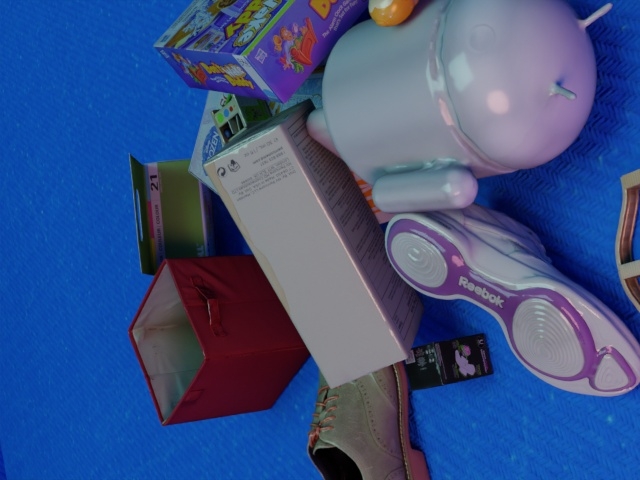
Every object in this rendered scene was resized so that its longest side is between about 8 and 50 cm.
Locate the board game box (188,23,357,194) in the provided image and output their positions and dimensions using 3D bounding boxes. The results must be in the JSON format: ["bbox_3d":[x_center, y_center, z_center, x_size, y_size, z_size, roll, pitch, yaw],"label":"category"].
[{"bbox_3d":[-0.031,-0.162,1.425,0.318,0.066,0.319,38,123,32],"label":"board game box"}]

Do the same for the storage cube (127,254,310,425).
[{"bbox_3d":[-0.152,0.148,1.568,0.215,0.193,0.184,-56,49,40],"label":"storage cube"}]

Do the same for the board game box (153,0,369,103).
[{"bbox_3d":[-0.020,-0.328,1.260,0.347,0.078,0.233,-51,35,-14],"label":"board game box"}]

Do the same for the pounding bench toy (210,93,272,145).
[{"bbox_3d":[-0.116,-0.181,1.417,0.065,0.052,0.083,-31,78,44],"label":"pounding bench toy"}]

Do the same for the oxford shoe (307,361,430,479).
[{"bbox_3d":[0.040,0.224,1.350,0.123,0.130,0.348,-43,58,48],"label":"oxford shoe"}]

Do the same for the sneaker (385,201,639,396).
[{"bbox_3d":[0.222,0.040,1.097,0.305,0.152,0.114,37,131,20],"label":"sneaker"}]

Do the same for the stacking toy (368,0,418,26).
[{"bbox_3d":[0.114,-0.350,1.068,0.175,0.165,0.302,3,64,53],"label":"stacking toy"}]

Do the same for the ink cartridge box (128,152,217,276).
[{"bbox_3d":[-0.229,-0.035,1.636,0.255,0.097,0.189,91,174,-87],"label":"ink cartridge box"}]

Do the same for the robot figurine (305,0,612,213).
[{"bbox_3d":[0.143,-0.163,1.101,0.353,0.199,0.300,-8,60,49],"label":"robot figurine"}]

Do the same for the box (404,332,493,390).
[{"bbox_3d":[0.151,0.145,1.225,0.062,0.083,0.052,-24,74,53],"label":"box"}]

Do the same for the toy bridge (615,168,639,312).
[{"bbox_3d":[0.325,0.026,1.020,0.063,0.026,0.188,-24,73,56],"label":"toy bridge"}]

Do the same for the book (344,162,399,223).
[{"bbox_3d":[0.063,-0.067,1.304,0.144,0.035,0.096,-19,104,25],"label":"book"}]

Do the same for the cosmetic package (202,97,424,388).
[{"bbox_3d":[0.000,0.000,1.241,0.113,0.160,0.310,-24,101,20],"label":"cosmetic package"}]
